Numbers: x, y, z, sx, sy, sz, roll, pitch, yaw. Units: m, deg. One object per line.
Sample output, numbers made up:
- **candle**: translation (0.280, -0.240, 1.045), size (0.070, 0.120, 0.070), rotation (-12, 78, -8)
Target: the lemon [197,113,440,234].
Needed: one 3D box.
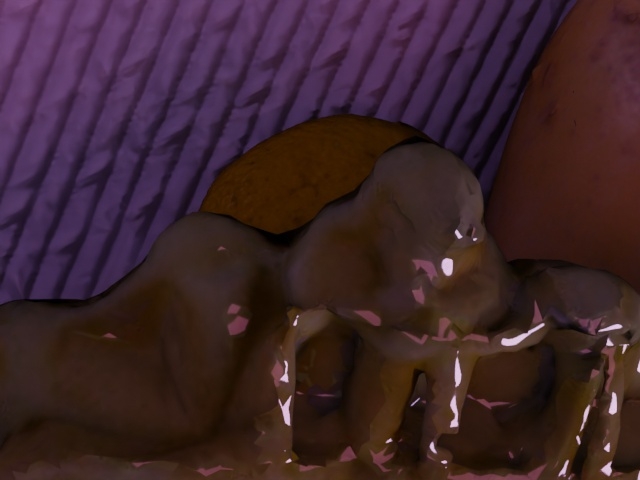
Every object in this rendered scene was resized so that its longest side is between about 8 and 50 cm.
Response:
- **lemon**: translation (0.000, 0.000, 0.493), size (0.110, 0.082, 0.082), rotation (-22, 126, -9)

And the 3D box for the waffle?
- **waffle**: translation (0.001, 0.114, 0.447), size (0.317, 0.073, 0.297), rotation (-29, 125, 18)

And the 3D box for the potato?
- **potato**: translation (0.119, 0.010, 0.505), size (0.150, 0.146, 0.234), rotation (-10, 126, -30)
